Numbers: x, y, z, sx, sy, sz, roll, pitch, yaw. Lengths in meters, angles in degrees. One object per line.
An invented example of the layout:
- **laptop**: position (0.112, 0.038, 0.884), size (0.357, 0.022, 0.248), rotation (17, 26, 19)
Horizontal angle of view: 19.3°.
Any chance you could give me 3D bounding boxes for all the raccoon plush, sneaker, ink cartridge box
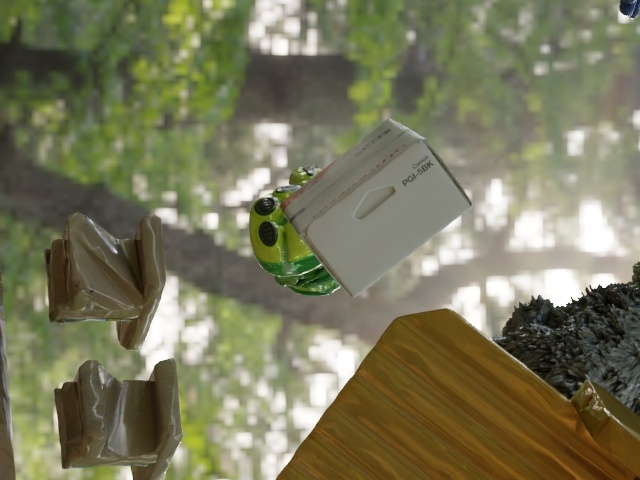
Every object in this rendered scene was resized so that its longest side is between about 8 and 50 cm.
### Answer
- **raccoon plush**: position (0.372, 0.155, 2.191), size (0.216, 0.299, 0.446), rotation (54, 22, -11)
- **sneaker**: position (0.000, 0.000, 1.875), size (0.295, 0.109, 0.124), rotation (-45, 135, -75)
- **ink cartridge box**: position (0.033, -0.023, 1.209), size (0.056, 0.099, 0.135), rotation (52, 1, -11)

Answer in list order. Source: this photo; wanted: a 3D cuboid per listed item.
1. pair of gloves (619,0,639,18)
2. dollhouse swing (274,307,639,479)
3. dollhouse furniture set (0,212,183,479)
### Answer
- **pair of gloves**: position (0.311, -0.284, 1.667), size (0.023, 0.159, 0.198), rotation (36, -11, 18)
- **dollhouse swing**: position (0.132, 0.264, 1.782), size (0.347, 0.305, 0.315), rotation (-53, -178, 6)
- **dollhouse furniture set**: position (-0.309, 0.198, 1.502), size (0.256, 0.362, 0.394), rotation (118, -33, -57)
